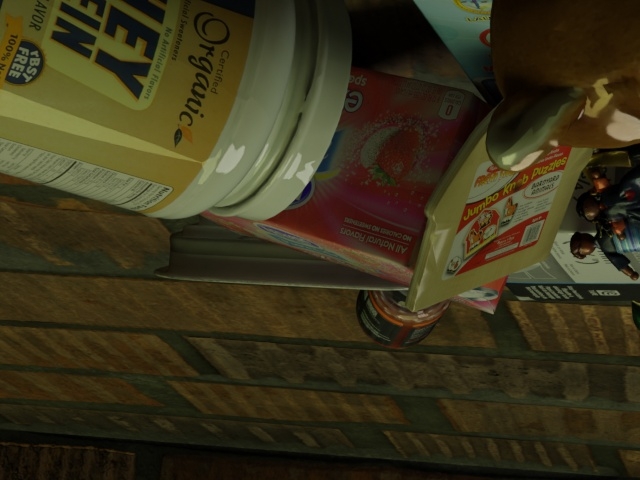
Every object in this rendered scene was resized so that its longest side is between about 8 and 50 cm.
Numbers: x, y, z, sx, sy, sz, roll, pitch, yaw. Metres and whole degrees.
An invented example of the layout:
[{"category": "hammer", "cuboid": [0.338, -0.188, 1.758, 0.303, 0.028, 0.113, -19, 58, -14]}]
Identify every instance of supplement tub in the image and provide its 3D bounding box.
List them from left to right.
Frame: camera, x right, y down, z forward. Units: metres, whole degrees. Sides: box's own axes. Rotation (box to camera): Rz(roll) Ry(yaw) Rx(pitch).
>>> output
[{"category": "supplement tub", "cuboid": [-0.159, -0.145, 1.192, 0.316, 0.228, 0.228, 16, 161, -29]}, {"category": "supplement tub", "cuboid": [0.104, 0.062, 1.982, 0.106, 0.106, 0.198, 8, 164, -4]}]

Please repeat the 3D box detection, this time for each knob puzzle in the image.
[{"category": "knob puzzle", "cuboid": [0.139, -0.051, 1.245, 0.030, 0.213, 0.213, 38, -179, 32]}]

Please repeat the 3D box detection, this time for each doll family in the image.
[{"category": "doll family", "cuboid": [0.262, -0.052, 1.481, 0.111, 0.193, 0.076, -12, -174, 19]}]

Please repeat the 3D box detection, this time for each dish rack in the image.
[{"category": "dish rack", "cuboid": [0.000, 0.000, 1.730, 0.286, 0.072, 0.333, 3, -174, 13]}]

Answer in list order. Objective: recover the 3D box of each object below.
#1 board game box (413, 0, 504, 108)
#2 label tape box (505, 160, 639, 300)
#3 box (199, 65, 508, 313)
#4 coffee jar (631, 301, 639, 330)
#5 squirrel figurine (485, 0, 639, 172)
[{"category": "board game box", "cuboid": [0.226, -0.189, 1.142, 0.308, 0.086, 0.302, 0, 162, 22]}, {"category": "label tape box", "cuboid": [0.327, -0.018, 1.635, 0.334, 0.106, 0.240, -1, 162, 23]}, {"category": "box", "cuboid": [0.022, -0.059, 1.393, 0.300, 0.154, 0.142, 19, 175, 40]}, {"category": "coffee jar", "cuboid": [0.399, 0.055, 1.891, 0.096, 0.079, 0.184, 1, 162, 17]}, {"category": "squirrel figurine", "cuboid": [0.273, -0.088, 0.854, 0.370, 0.397, 0.281, -17, -166, 37]}]
